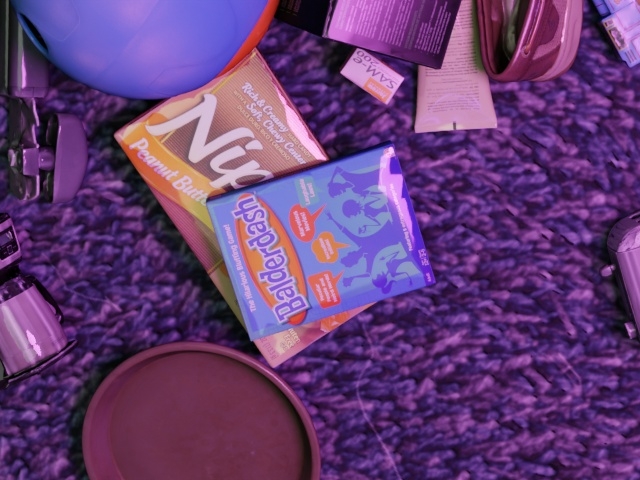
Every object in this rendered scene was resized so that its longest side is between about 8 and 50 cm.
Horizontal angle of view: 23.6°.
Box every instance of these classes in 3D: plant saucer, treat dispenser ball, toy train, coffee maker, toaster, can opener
[{"bbox_3d":[-0.134,0.237,1.743,0.278,0.041,0.277,3,110,9],"label":"plant saucer"},{"bbox_3d":[-0.179,-0.289,1.560,0.288,0.288,0.288,0,99,0],"label":"treat dispenser ball"},{"bbox_3d":[0.337,-0.283,1.673,0.105,0.080,0.184,-29,98,10],"label":"toy train"},{"bbox_3d":[-0.385,0.078,1.704,0.171,0.120,0.178,-26,98,4],"label":"coffee maker"},{"bbox_3d":[0.427,0.020,1.696,0.227,0.129,0.146,-24,96,5],"label":"toaster"},{"bbox_3d":[-0.309,-0.182,1.700,0.095,0.076,0.283,-3,100,-33],"label":"can opener"}]

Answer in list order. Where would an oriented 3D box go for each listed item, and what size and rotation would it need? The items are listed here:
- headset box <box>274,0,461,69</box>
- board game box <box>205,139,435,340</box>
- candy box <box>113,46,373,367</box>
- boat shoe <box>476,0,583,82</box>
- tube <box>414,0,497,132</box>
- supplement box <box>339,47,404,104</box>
[{"bbox_3d":[0.056,-0.323,1.569,0.131,0.283,0.246,14,100,-18],"label":"headset box"},{"bbox_3d":[0.000,0.000,1.641,0.210,0.047,0.160,-18,99,0],"label":"board game box"},{"bbox_3d":[-0.064,-0.041,1.702,0.183,0.087,0.316,-33,98,4],"label":"candy box"},{"bbox_3d":[0.210,-0.335,1.621,0.123,0.123,0.341,14,108,40],"label":"boat shoe"},{"bbox_3d":[0.141,-0.239,1.692,0.062,0.070,0.240,-17,107,-41],"label":"tube"},{"bbox_3d":[0.055,-0.183,1.675,0.062,0.098,0.036,34,98,-6],"label":"supplement box"}]
